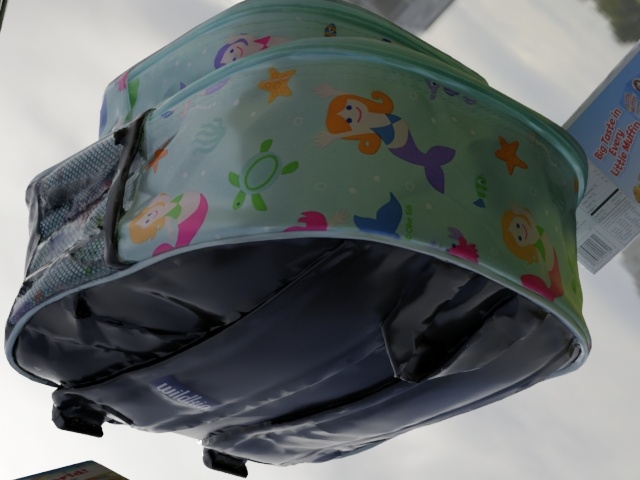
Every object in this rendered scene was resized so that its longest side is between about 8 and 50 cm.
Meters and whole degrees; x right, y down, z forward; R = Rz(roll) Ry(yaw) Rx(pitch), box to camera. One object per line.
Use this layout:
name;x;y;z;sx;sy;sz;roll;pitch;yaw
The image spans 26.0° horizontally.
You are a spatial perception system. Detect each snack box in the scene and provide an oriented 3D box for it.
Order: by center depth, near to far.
snack box;0.153;-0.051;0.641;0.064;0.178;0.022;44;-128;5

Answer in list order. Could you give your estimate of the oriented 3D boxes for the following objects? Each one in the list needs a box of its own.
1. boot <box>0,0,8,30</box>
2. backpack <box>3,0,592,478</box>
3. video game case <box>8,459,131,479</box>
boot;-0.171;-0.176;0.453;0.176;0.244;0.088;14;165;3
backpack;0.000;0.000;0.653;0.225;0.253;0.191;24;-116;-32
video game case;-0.088;0.114;0.465;0.119;0.015;0.166;-10;-166;-37
